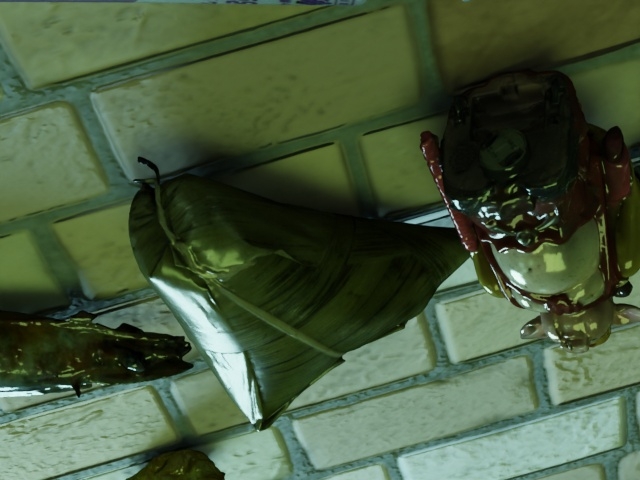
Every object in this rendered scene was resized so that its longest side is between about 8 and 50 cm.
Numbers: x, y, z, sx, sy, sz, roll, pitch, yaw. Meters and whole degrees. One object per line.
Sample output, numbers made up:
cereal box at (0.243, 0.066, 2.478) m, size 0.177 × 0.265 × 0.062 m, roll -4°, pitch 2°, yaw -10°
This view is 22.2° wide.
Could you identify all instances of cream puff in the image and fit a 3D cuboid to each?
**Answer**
cream puff at (-0.105, 0.191, 1.243) m, size 0.058 × 0.083 × 0.083 m, roll -41°, pitch 154°, yaw -48°

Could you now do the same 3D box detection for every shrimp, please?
shrimp at (-0.239, 0.096, 1.082) m, size 0.296 × 0.058 × 0.169 m, roll 4°, pitch 146°, yaw -17°

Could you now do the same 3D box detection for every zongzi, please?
zongzi at (-0.001, -0.002, 1.005) m, size 0.204 × 0.094 × 0.205 m, roll -28°, pitch 140°, yaw 1°

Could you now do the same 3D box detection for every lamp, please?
lamp at (0.149, 0.002, 1.031) m, size 0.118 × 0.118 × 0.253 m, roll -20°, pitch 139°, yaw 8°

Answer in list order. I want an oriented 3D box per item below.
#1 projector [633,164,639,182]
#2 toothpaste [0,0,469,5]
projector at (0.374, -0.041, 1.059) m, size 0.338 × 0.108 × 0.108 m, roll -15°, pitch 143°, yaw 1°
toothpaste at (-0.070, -0.156, 0.805) m, size 0.299 × 0.073 × 0.114 m, roll 1°, pitch 141°, yaw -7°
